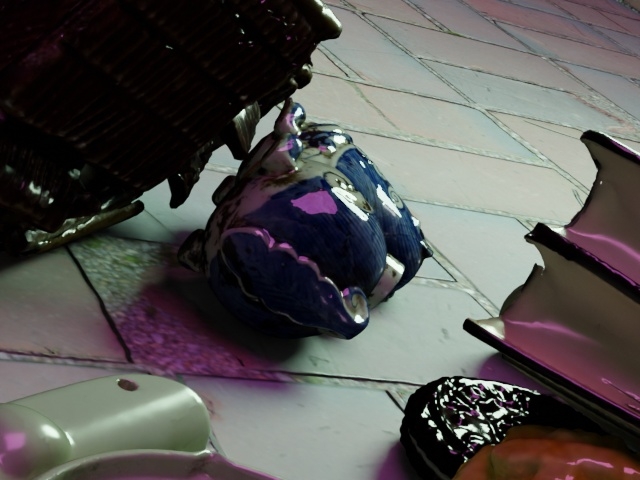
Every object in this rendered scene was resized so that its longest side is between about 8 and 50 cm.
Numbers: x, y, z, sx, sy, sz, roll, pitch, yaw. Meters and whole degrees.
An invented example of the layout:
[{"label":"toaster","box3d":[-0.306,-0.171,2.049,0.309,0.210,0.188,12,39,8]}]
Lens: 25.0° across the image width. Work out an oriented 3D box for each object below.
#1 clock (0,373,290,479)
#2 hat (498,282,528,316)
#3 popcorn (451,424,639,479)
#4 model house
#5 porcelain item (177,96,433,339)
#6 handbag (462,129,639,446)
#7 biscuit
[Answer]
[{"label":"clock","box3d":[-0.055,0.192,0.637,0.324,0.109,0.265,31,22,24]},{"label":"hat","box3d":[0.240,0.113,1.193,0.166,0.173,0.144,46,34,-54]},{"label":"popcorn","box3d":[0.147,0.181,0.815,0.180,0.170,0.180,3,31,-2]},{"label":"model house","box3d":[-0.120,-0.118,1.076,0.317,0.282,0.297,45,36,-48]},{"label":"porcelain item","box3d":[0.000,0.000,1.176,0.186,0.138,0.288,40,15,-8]},{"label":"handbag","box3d":[0.257,0.075,0.918,0.236,0.160,0.358,35,1,21]},{"label":"biscuit","box3d":[0.145,0.155,1.005,0.194,0.053,0.194,18,20,-7]}]
